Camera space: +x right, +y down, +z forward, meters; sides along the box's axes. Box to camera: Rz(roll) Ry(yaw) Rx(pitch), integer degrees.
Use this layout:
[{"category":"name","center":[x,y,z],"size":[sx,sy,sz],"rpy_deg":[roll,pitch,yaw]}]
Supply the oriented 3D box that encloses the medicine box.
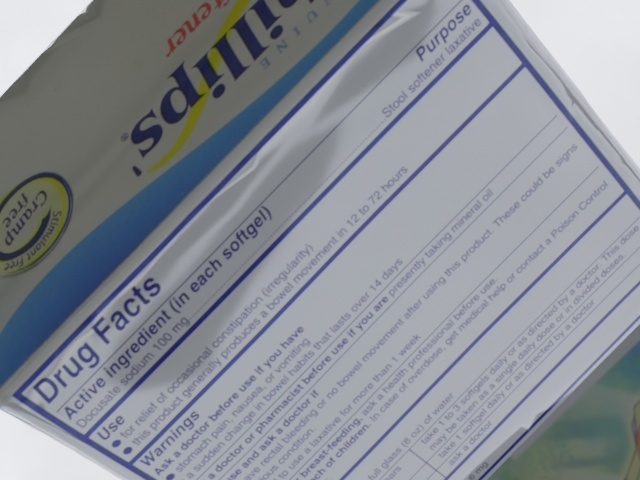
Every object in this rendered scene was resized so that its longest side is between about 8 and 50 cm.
[{"category":"medicine box","center":[0.000,0.000,0.792],"size":[0.263,0.289,0.149],"rpy_deg":[-45,-135,3]}]

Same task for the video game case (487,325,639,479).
[{"category":"video game case","center":[0.118,0.197,0.971],"size":[0.300,0.036,0.328],"rpy_deg":[-6,-97,-1]}]
